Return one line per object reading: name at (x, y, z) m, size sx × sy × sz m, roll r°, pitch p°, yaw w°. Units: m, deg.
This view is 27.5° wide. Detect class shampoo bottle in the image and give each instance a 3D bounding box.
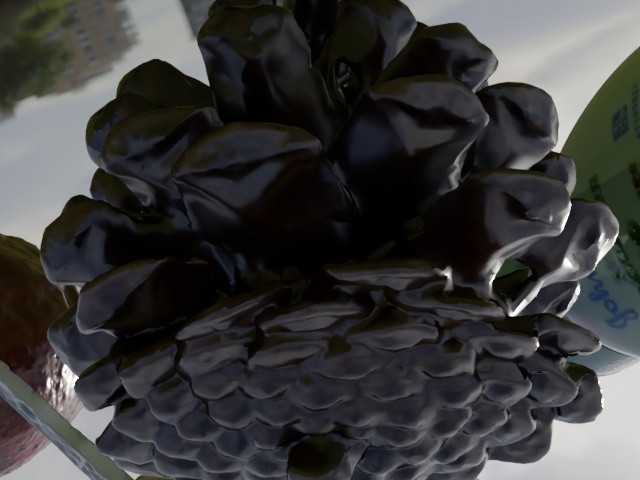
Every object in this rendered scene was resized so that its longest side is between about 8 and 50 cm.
shampoo bottle at (0.234, -0.006, 0.880) m, size 0.151 × 0.222 × 0.349 m, roll -22°, pitch 170°, yaw -25°

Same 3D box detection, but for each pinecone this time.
pinecone at (0.000, 0.000, 0.461) m, size 0.208 × 0.208 × 0.208 m, roll -19°, pitch -166°, yaw 5°

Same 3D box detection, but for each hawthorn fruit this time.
hawthorn fruit at (-0.296, 0.091, 1.177) m, size 0.230 × 0.210 × 0.266 m, roll 26°, pitch -157°, yaw 25°

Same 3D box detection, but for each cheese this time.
cheese at (-0.095, 0.158, 0.746) m, size 0.050 × 0.255 × 0.127 m, roll -46°, pitch 176°, yaw -23°

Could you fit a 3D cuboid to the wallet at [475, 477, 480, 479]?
wallet at (0.020, 0.094, 0.840) m, size 0.025 × 0.244 × 0.124 m, roll -49°, pitch 166°, yaw 10°
